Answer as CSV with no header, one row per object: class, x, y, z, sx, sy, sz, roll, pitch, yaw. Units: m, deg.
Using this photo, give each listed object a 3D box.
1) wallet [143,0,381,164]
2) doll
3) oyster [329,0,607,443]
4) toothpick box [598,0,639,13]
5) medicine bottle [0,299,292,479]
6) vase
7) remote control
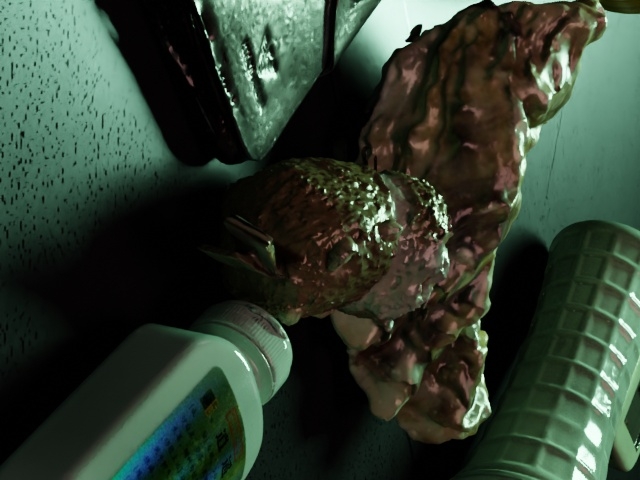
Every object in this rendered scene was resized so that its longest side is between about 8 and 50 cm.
wallet,-0.004,-0.202,1.220,0.318,0.045,0.172,-58,142,-35
doll,-0.006,0.003,1.198,0.221,0.115,0.105,-11,150,-50
oyster,0.109,-0.030,1.388,0.351,0.115,0.238,-63,149,-3
toothpick box,0.215,-0.303,1.465,0.271,0.175,0.175,33,68,-56
medicine bottle,-0.096,0.120,1.091,0.229,0.083,0.121,-47,137,-45
vase,0.209,0.125,1.603,0.299,0.143,0.143,-64,147,-36
remote control,0.341,0.092,1.931,0.309,0.038,0.090,-64,146,-30
